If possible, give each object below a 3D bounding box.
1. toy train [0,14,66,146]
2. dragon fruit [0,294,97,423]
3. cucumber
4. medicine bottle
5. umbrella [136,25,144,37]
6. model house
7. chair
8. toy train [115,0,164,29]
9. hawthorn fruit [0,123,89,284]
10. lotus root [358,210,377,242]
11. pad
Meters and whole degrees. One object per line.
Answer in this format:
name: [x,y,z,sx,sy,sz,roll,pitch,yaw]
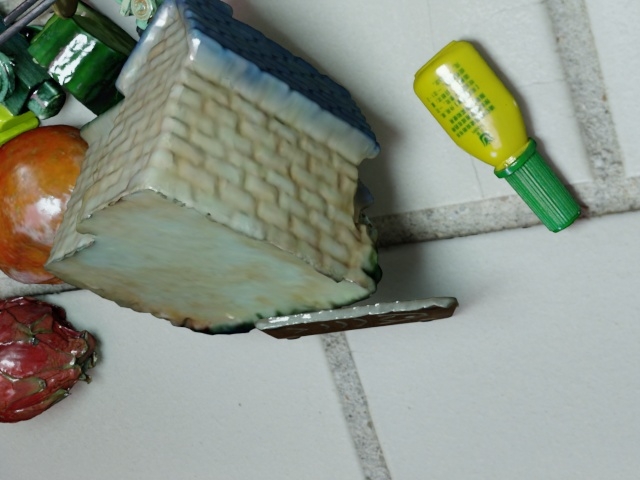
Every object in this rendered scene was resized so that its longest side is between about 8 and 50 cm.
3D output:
toy train: [-0.641,-0.336,1.784,0.442,0.179,0.272,45,129,3]
dragon fruit: [-0.571,0.219,1.927,0.298,0.244,0.245,-11,106,6]
cucumber: [-0.373,-0.288,1.639,0.191,0.191,0.130,39,100,8]
medicine bottle: [0.255,-0.141,1.451,0.309,0.076,0.111,52,129,0]
umbrella: [-0.242,-0.324,1.661,0.133,0.031,0.036,27,94,15]
model house: [-0.147,-0.115,1.512,0.395,0.400,0.445,23,154,-30]
chair: [-0.404,-0.403,1.477,0.246,0.159,0.172,-19,119,7]
toy train: [-0.268,-0.432,1.604,0.125,0.080,0.194,40,123,18]
hawthorn fruit: [-0.452,-0.056,1.743,0.284,0.284,0.284,10,114,23]
lotus root: [0.000,0.000,1.632,0.192,0.088,0.113,-23,110,35]
pad: [0.058,0.117,1.512,0.283,0.286,0.018,-8,81,4]
